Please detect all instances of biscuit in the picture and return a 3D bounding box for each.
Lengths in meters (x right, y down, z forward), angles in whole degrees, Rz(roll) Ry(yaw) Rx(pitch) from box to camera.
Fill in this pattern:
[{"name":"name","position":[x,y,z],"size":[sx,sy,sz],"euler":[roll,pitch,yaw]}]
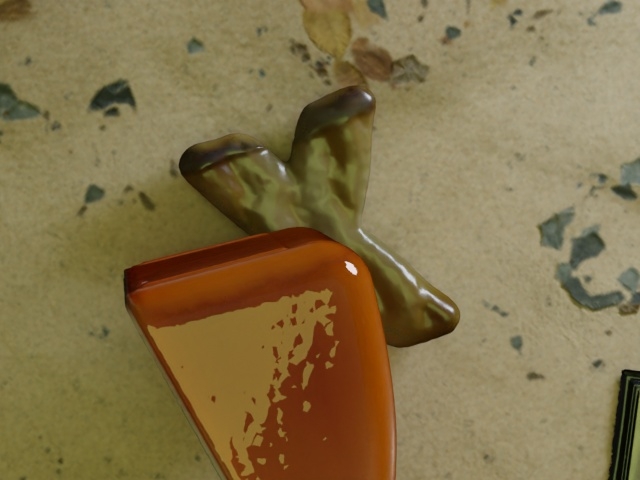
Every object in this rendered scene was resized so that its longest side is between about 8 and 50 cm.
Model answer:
[{"name":"biscuit","position":[-0.001,0.000,1.500],"size":[0.164,0.047,0.208],"euler":[-21,96,3]}]

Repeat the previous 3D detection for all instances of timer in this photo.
[{"name":"timer","position":[-0.031,0.127,1.367],"size":[0.161,0.257,0.250],"euler":[-14,95,-5]}]

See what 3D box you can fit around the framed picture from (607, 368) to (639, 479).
[{"name":"framed picture","position":[0.322,0.207,1.547],"size":[0.199,0.010,0.195],"euler":[6,94,-2]}]
